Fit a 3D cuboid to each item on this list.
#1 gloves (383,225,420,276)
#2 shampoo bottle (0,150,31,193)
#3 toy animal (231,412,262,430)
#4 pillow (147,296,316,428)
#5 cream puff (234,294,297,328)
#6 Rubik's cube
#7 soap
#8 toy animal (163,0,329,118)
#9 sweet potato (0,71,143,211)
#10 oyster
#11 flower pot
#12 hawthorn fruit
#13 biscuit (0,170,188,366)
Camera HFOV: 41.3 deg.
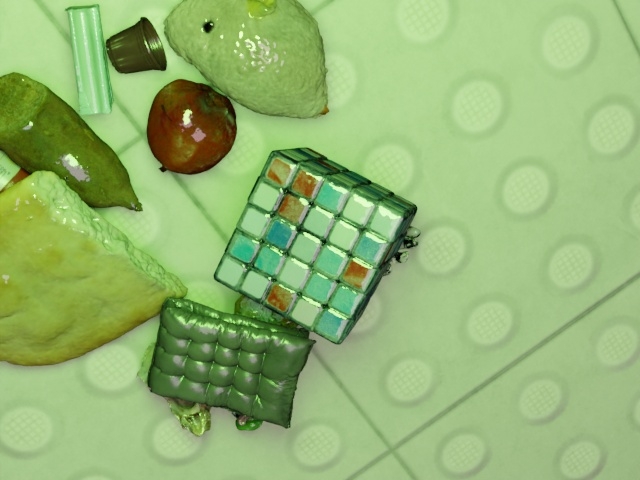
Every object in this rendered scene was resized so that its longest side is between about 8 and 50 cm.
[{"bbox_3d":[0.120,0.020,1.889,0.212,0.111,0.127,-22,84,0],"label":"gloves"},{"bbox_3d":[-0.696,-0.182,1.629,0.104,0.104,0.278,-44,113,5],"label":"shampoo bottle"},{"bbox_3d":[-0.200,0.340,1.941,0.103,0.100,0.208,-11,121,16],"label":"toy animal"},{"bbox_3d":[-0.193,0.260,1.796,0.326,0.101,0.228,13,111,-6],"label":"pillow"},{"bbox_3d":[-0.114,0.166,1.882,0.156,0.121,0.156,8,140,7],"label":"cream puff"},{"bbox_3d":[0.000,0.000,1.708,0.287,0.293,0.292,27,103,7],"label":"Rubik's cube"},{"bbox_3d":[-0.441,-0.346,1.625,0.063,0.114,0.198,-7,109,-10],"label":"soap"},{"bbox_3d":[-0.112,-0.372,1.651,0.358,0.188,0.226,34,105,-22],"label":"toy animal"},{"bbox_3d":[-0.502,-0.171,1.662,0.158,0.158,0.369,-42,120,4],"label":"sweet potato"},{"bbox_3d":[-0.306,0.323,1.913,0.162,0.107,0.232,-21,94,2],"label":"oyster"},{"bbox_3d":[-0.361,-0.367,1.648,0.089,0.111,0.111,-18,113,8],"label":"flower pot"},{"bbox_3d":[-0.264,-0.215,1.683,0.185,0.185,0.202,28,117,-20],"label":"hawthorn fruit"},{"bbox_3d":[-0.561,0.091,1.694,0.446,0.104,0.429,-29,134,6],"label":"biscuit"}]
